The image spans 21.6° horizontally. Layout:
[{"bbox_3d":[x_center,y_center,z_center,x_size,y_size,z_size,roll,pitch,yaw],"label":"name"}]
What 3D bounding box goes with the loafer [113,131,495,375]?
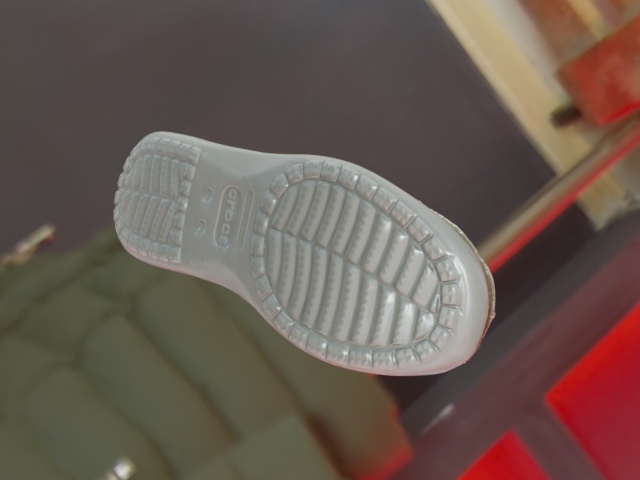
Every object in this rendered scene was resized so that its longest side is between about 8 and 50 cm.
[{"bbox_3d":[0.000,0.000,0.845,0.251,0.087,0.094,25,101,43],"label":"loafer"}]
